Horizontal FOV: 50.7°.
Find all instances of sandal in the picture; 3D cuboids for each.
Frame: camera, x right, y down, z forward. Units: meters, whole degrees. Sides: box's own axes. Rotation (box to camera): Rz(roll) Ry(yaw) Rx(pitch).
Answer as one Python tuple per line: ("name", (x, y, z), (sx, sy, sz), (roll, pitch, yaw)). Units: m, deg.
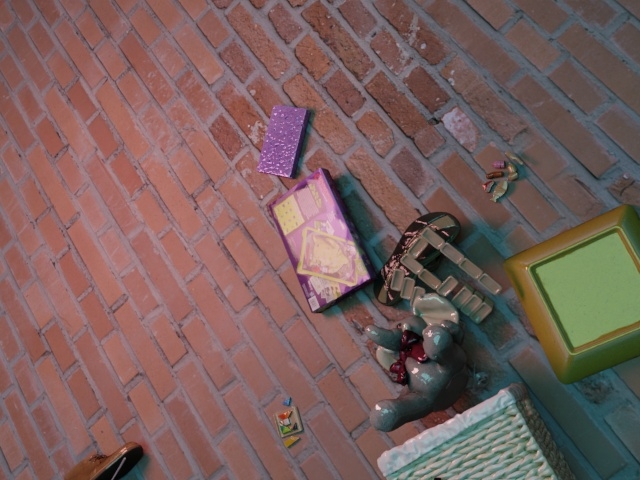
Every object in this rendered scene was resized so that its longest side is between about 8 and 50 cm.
("sandal", (0.249, 0.046, 1.741), (0.303, 0.086, 0.120), (-52, 47, 25))

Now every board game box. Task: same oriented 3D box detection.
("board game box", (0.000, 0.000, 1.853), (0.208, 0.056, 0.347), (-35, 67, 31))

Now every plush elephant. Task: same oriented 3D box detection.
("plush elephant", (0.223, 0.267, 1.605), (0.255, 0.329, 0.272), (41, 110, 41))

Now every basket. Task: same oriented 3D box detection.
("basket", (0.351, 0.501, 1.467), (0.331, 0.328, 0.267), (-32, 71, 14))

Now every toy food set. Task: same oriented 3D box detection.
("toy food set", (0.460, -0.164, 1.726), (0.078, 0.019, 0.122), (44, 106, 25))

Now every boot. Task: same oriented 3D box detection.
("boot", (-0.650, 0.668, 1.990), (0.305, 0.112, 0.115), (-41, 56, 13))

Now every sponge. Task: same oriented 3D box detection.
("sponge", (-0.109, -0.291, 1.989), (0.117, 0.031, 0.210), (12, 85, 25))

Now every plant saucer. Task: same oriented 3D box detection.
("plant saucer", (0.634, 0.119, 1.558), (0.332, 0.081, 0.333), (-27, 71, 16))

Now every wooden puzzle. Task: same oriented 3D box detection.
("wooden puzzle", (-0.088, 0.492, 1.828), (0.078, 0.014, 0.116), (-30, 69, 15))

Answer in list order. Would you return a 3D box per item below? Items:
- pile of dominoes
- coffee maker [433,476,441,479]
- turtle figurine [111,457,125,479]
("pile of dominoes", (0.306, 0.108, 1.671), (0.251, 0.040, 0.196), (40, 117, 4))
("coffee maker", (0.299, 0.533, 1.251), (0.178, 0.120, 0.171), (-9, 81, 19))
("turtle figurine", (-0.593, 0.816, 1.898), (0.197, 0.275, 0.266), (38, 135, 4))
